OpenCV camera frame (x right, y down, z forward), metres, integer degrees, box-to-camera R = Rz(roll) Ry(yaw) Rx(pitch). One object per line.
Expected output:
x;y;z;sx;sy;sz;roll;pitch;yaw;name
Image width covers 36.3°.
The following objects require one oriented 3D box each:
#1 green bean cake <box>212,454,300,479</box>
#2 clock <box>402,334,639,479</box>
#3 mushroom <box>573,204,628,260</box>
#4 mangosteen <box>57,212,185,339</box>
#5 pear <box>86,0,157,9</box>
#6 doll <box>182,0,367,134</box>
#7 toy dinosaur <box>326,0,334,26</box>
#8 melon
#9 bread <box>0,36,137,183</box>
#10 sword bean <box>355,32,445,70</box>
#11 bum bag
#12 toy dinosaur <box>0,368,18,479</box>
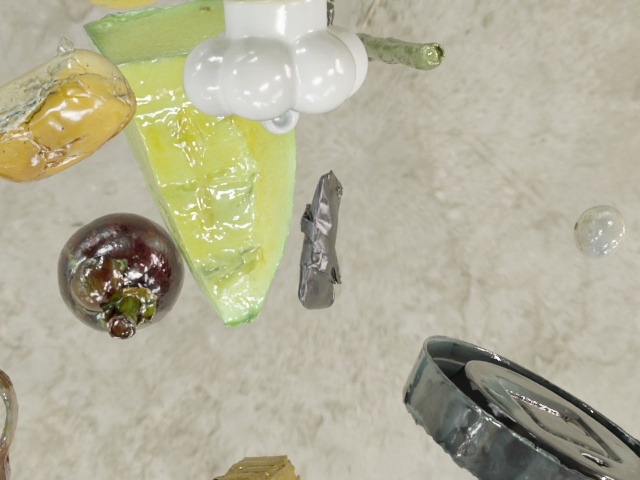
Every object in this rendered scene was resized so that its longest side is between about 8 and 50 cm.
-0.127;0.518;1.766;0.131;0.224;0.230;-4;92;24;green bean cake
0.225;0.201;0.976;0.312;0.312;0.061;29;100;-1;clock
0.425;-0.010;1.463;0.085;0.079;0.085;-8;79;44;mushroom
-0.351;0.086;1.734;0.231;0.289;0.231;-8;131;-9;mangosteen
-0.316;-0.509;1.586;0.280;0.281;0.281;0;95;2;pear
-0.022;-0.126;0.430;0.106;0.062;0.163;-8;110;-17;doll
-0.067;-0.314;1.256;0.178;0.187;0.087;16;52;-5;toy dinosaur
-0.117;-0.074;1.000;0.196;0.124;0.324;-4;117;12;melon
-0.170;-0.076;0.622;0.105;0.072;0.053;-24;68;12;bread
0.086;-0.234;1.205;0.043;0.269;0.038;-4;105;-16;sword bean
0.000;0.000;1.731;0.059;0.123;0.249;0;83;22;bum bag
-0.430;0.302;1.204;0.112;0.206;0.328;-1;108;-8;toy dinosaur
